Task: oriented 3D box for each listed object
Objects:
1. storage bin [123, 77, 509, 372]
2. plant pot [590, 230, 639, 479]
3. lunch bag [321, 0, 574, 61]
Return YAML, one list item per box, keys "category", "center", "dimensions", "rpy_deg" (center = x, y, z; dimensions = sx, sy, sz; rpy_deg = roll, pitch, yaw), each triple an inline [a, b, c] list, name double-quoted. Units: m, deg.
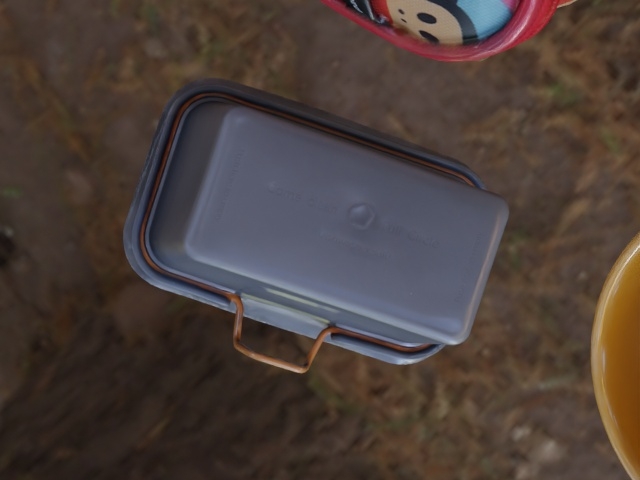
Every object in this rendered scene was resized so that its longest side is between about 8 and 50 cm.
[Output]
- category: "storage bin"
  center: [0.000, 0.000, 0.650]
  dimensions: [0.135, 0.098, 0.091]
  rpy_deg: [19, 179, -9]
- category: "plant pot"
  center: [0.278, 0.050, 0.946]
  dimensions: [0.205, 0.188, 0.205]
  rpy_deg: [13, 112, 34]
- category: "lunch bag"
  center: [0.003, -0.219, 0.477]
  dimensions: [0.258, 0.120, 0.293]
  rpy_deg: [35, 139, 31]
